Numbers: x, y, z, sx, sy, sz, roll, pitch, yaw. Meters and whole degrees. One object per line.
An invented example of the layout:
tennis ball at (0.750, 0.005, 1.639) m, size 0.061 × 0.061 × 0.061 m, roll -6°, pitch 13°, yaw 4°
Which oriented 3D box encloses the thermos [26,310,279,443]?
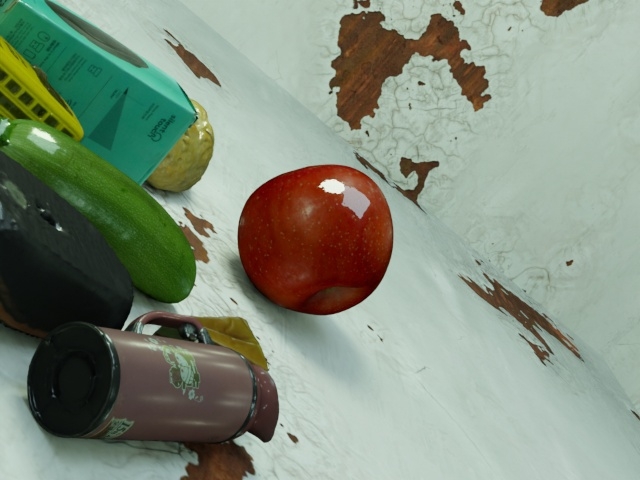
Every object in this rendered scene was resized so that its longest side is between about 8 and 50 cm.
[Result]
thermos at (-0.160, 0.152, 1.141) m, size 0.136 × 0.109 × 0.330 m, roll 37°, pitch 9°, yaw 31°

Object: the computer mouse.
computer mouse at (-0.312, 0.012, 1.111) m, size 0.183 × 0.116 × 0.323 m, roll 64°, pitch 8°, yaw 31°

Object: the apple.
apple at (0.000, 0.000, 1.748) m, size 0.260 × 0.260 × 0.216 m, roll 26°, pitch 45°, yaw -49°

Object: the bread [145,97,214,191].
bread at (-0.278, -0.194, 1.817) m, size 0.244 × 0.134 × 0.244 m, roll 42°, pitch 14°, yaw -13°

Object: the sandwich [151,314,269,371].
sandwich at (-0.156, 0.123, 1.307) m, size 0.163 × 0.079 × 0.113 m, roll 31°, pitch 16°, yaw -34°

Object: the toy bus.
toy bus at (-0.430, -0.197, 1.238) m, size 0.144 × 0.152 × 0.330 m, roll 51°, pitch 1°, yaw 40°

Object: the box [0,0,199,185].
box at (-0.353, -0.196, 1.463) m, size 0.311 × 0.205 × 0.118 m, roll 30°, pitch 20°, yaw -37°

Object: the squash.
squash at (-0.271, -0.039, 1.308) m, size 0.395 × 0.107 × 0.107 m, roll 44°, pitch 9°, yaw -44°
